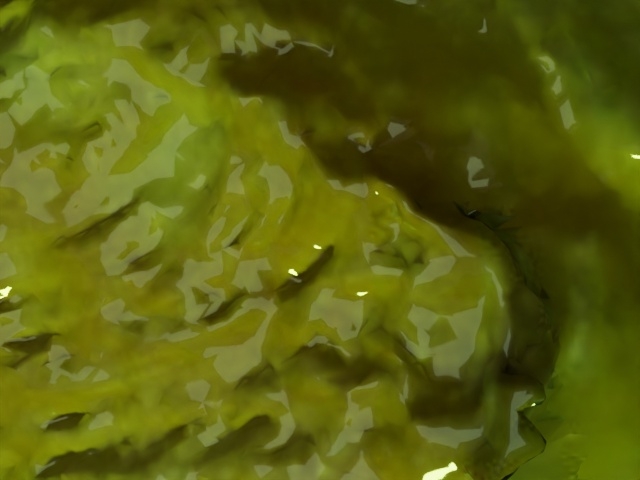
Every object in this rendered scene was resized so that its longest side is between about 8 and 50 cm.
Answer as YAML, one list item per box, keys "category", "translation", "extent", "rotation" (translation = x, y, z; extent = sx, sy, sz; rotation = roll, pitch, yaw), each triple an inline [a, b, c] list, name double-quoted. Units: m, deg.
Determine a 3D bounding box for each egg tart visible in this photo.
- category: "egg tart"
  translation: [0.000, 0.000, 0.437]
  extent: [0.339, 0.153, 0.352]
  rotation: [-25, 87, 25]
